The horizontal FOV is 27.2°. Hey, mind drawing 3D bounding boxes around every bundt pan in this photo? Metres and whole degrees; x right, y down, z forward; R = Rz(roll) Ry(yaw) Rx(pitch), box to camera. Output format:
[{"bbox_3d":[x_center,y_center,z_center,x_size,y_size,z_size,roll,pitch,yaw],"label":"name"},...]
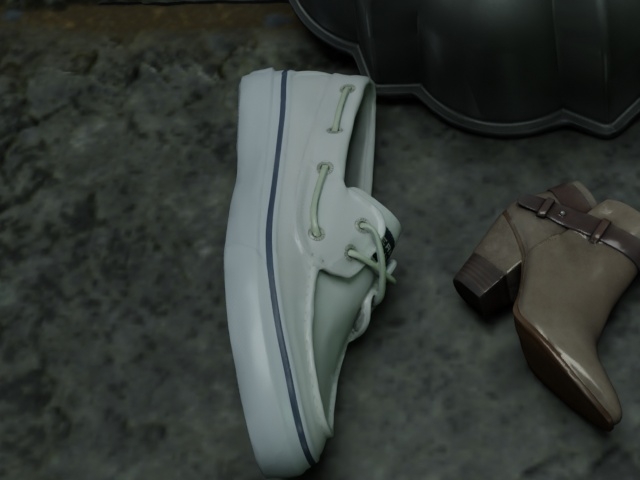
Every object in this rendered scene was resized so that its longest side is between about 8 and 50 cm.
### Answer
[{"bbox_3d":[0.115,-0.225,0.663,0.331,0.124,0.331,-3,73,10],"label":"bundt pan"}]

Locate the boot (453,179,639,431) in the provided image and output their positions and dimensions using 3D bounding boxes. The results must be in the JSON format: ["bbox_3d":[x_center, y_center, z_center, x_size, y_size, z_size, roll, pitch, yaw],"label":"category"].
[{"bbox_3d":[0.122,0.022,0.605,0.087,0.042,0.118,-34,58,-14],"label":"boot"}]

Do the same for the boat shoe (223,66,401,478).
[{"bbox_3d":[0.000,0.000,0.616,0.076,0.083,0.226,-8,55,7],"label":"boat shoe"}]
